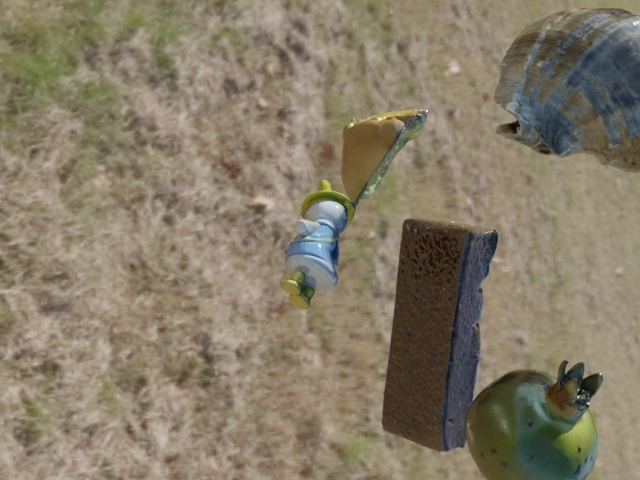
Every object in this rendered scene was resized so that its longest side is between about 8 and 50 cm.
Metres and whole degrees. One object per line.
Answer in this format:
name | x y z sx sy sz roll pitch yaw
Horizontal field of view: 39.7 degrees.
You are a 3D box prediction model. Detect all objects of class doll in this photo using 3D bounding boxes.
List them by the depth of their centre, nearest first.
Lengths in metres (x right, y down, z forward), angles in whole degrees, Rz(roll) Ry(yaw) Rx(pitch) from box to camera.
doll | -0.001 0.001 1.489 0.135 0.098 0.241 32 47 -20

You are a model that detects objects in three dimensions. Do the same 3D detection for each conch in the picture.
conch | 0.345 -0.177 1.023 0.291 0.159 0.210 -10 89 -34

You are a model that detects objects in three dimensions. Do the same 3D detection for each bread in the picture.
bread | 0.213 0.171 1.627 0.113 0.165 0.417 -3 103 -43
bread | 0.113 -0.212 1.934 0.133 0.252 0.174 41 32 10

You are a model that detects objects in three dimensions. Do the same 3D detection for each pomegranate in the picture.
pomegranate | 0.309 0.271 1.296 0.246 0.198 0.198 85 17 -50
